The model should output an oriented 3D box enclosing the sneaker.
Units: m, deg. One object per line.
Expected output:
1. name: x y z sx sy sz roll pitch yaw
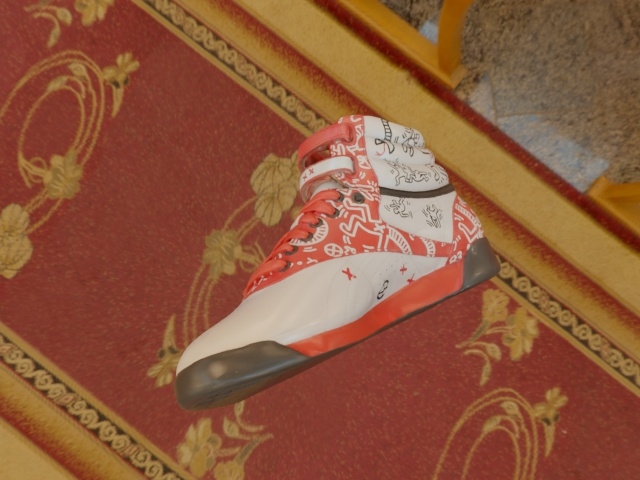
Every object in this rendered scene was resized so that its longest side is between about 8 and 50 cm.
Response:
1. sneaker: 0.000 0.000 0.419 0.270 0.090 0.145 -18 77 -39
